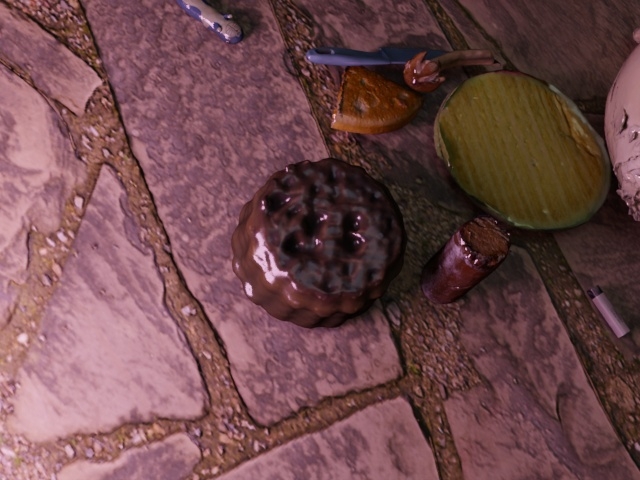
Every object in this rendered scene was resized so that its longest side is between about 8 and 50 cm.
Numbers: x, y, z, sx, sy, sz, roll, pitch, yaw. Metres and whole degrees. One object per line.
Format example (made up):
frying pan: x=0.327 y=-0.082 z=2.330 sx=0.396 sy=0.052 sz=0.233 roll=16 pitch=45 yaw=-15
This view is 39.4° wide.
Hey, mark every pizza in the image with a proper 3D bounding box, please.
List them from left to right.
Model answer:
pizza: x=0.071 y=-0.213 z=1.352 sx=0.178 sy=0.041 sz=0.131 roll=-31 pitch=74 yaw=-37

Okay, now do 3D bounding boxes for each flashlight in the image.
flashlight: x=0.431 y=0.106 z=1.340 sx=0.018 sy=0.018 sz=0.083 roll=-26 pitch=76 yaw=-28

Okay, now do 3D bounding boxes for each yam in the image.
yam: x=0.195 y=0.028 z=1.225 sx=0.079 sy=0.141 sz=0.079 roll=9 pitch=61 yaw=-16

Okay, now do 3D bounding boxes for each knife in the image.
knife: x=0.107 y=-0.288 z=1.395 sx=0.313 sy=0.019 sz=0.044 roll=-6 pitch=50 yaw=-33

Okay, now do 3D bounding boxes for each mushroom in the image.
mushroom: x=0.212 y=-0.277 z=1.406 sx=0.187 sy=0.061 sz=0.060 roll=-20 pitch=86 yaw=-27

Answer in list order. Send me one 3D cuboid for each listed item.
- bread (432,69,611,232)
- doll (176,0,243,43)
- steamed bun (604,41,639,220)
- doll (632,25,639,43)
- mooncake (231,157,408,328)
bread: x=0.315 y=-0.138 z=1.404 sx=0.301 sy=0.045 sz=0.301 roll=8 pitch=61 yaw=-14
doll: x=-0.167 y=-0.338 z=1.341 sx=0.125 sy=0.027 sz=0.037 roll=38 pitch=66 yaw=1
steamed bun: x=0.556 y=-0.174 z=1.377 sx=0.233 sy=0.334 sz=0.312 roll=-9 pitch=56 yaw=12
doll: x=0.698 y=-0.319 z=1.598 sx=0.278 sy=0.175 sz=0.149 roll=-2 pitch=104 yaw=-29
mooncake: x=0.000 y=0.000 z=1.181 sx=0.228 sy=0.124 sz=0.228 roll=7 pitch=65 yaw=-15
